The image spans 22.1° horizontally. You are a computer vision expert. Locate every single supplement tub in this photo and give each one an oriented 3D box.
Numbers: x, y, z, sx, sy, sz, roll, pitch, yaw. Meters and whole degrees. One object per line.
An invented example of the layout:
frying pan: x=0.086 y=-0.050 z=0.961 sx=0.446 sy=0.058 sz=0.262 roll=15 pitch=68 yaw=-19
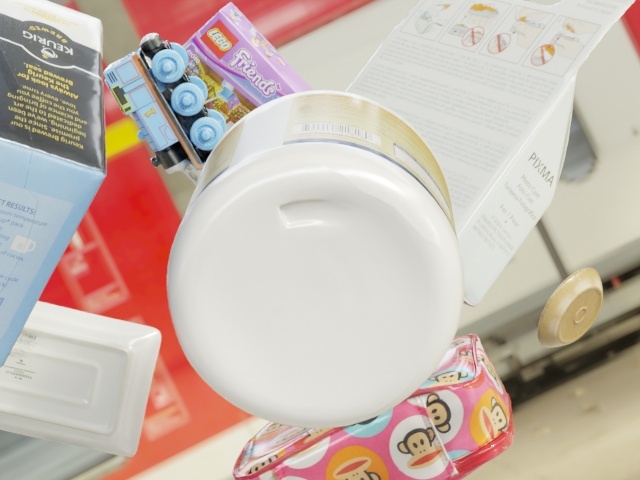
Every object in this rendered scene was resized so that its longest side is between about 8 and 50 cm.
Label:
supplement tub: x=0.000 y=0.000 z=1.371 sx=0.228 sy=0.228 sz=0.316 roll=-26 pitch=14 yaw=9

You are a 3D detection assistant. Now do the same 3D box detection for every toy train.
toy train: x=-0.193 y=-0.167 z=2.067 sx=0.105 sy=0.184 sz=0.080 roll=-27 pitch=13 yaw=8

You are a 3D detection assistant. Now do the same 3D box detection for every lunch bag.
lunch bag: x=0.058 y=0.204 z=1.750 sx=0.293 sy=0.120 sz=0.258 roll=-25 pitch=8 yaw=9

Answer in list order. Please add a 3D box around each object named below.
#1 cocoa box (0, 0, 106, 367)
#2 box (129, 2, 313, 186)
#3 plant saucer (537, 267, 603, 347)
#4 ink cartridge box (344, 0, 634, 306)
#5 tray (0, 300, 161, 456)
cocoa box: x=-0.370 y=-0.088 z=1.298 sx=0.231 sy=0.347 sz=0.228 roll=-57 pitch=27 yaw=32
box: x=-0.093 y=-0.141 z=2.186 sx=0.201 sy=0.293 sz=0.057 roll=-40 pitch=6 yaw=24
plant saucer: x=0.229 y=0.064 z=1.477 sx=0.083 sy=0.015 sz=0.083 roll=-30 pitch=-42 yaw=-31
ink cartridge box: x=0.161 y=-0.140 z=1.814 sx=0.385 sy=0.091 sz=0.308 roll=-52 pitch=38 yaw=-10
tray: x=-0.314 y=0.135 z=1.734 sx=0.270 sy=0.145 sz=0.030 roll=13 pitch=4 yaw=0
